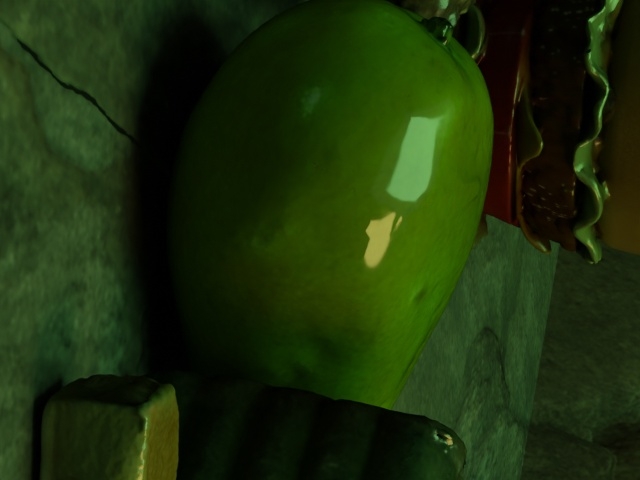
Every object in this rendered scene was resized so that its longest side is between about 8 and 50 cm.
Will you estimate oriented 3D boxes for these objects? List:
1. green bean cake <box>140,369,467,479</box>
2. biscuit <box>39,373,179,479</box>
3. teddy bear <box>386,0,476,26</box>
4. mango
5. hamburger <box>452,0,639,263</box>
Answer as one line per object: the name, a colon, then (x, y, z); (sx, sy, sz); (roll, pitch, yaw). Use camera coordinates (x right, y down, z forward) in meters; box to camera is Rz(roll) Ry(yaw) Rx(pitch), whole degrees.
green bean cake: (-0.020, 0.164, 0.924); (0.094, 0.173, 0.181); (-71, 165, -45)
biscuit: (-0.100, 0.152, 0.840); (0.052, 0.056, 0.188); (-43, 141, -65)
teddy bear: (0.050, -0.278, 1.040); (0.296, 0.222, 0.246); (63, -10, -13)
mango: (0.004, -0.007, 0.959); (0.185, 0.149, 0.273); (-51, 156, -39)
hamburger: (0.152, -0.120, 1.351); (0.274, 0.212, 0.275); (7, 90, -79)
